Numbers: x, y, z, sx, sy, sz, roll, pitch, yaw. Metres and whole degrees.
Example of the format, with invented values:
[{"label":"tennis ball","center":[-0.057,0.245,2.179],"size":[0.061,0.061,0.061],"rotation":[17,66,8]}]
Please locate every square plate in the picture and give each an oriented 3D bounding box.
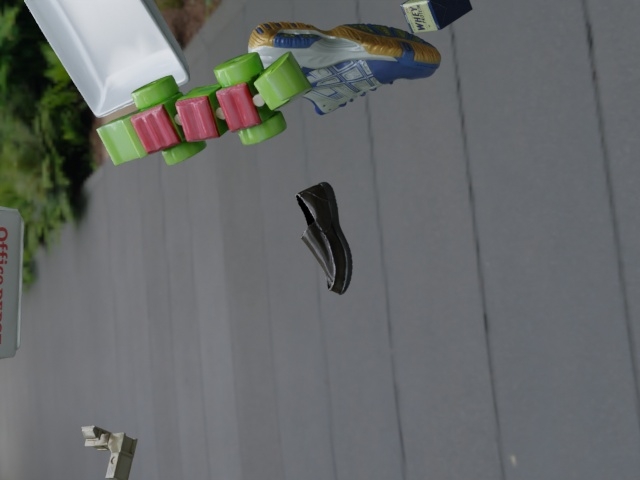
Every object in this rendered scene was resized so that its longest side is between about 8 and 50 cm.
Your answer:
[{"label":"square plate","center":[-0.373,-0.388,1.583],"size":[0.344,0.049,0.347],"rotation":[-6,117,53]}]

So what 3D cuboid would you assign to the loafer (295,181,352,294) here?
[{"label":"loafer","center":[0.000,0.000,1.783],"size":[0.080,0.078,0.220],"rotation":[123,136,-63]}]

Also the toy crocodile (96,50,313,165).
[{"label":"toy crocodile","center":[-0.162,-0.171,1.301],"size":[0.115,0.341,0.105],"rotation":[70,-153,-18]}]

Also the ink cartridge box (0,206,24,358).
[{"label":"ink cartridge box","center":[-0.539,0.058,1.231],"size":[0.117,0.283,0.207],"rotation":[9,97,43]}]

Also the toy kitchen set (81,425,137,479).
[{"label":"toy kitchen set","center":[-0.351,0.341,1.531],"size":[0.083,0.068,0.075],"rotation":[-11,56,33]}]

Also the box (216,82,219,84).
[{"label":"box","center":[-0.125,-0.344,2.053],"size":[0.045,0.191,0.184],"rotation":[50,-174,-34]}]

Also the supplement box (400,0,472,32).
[{"label":"supplement box","center":[0.202,-0.408,1.683],"size":[0.083,0.083,0.056],"rotation":[12,132,57]}]

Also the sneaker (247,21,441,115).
[{"label":"sneaker","center":[0.034,-0.260,1.482],"size":[0.112,0.297,0.131],"rotation":[-102,16,-60]}]
